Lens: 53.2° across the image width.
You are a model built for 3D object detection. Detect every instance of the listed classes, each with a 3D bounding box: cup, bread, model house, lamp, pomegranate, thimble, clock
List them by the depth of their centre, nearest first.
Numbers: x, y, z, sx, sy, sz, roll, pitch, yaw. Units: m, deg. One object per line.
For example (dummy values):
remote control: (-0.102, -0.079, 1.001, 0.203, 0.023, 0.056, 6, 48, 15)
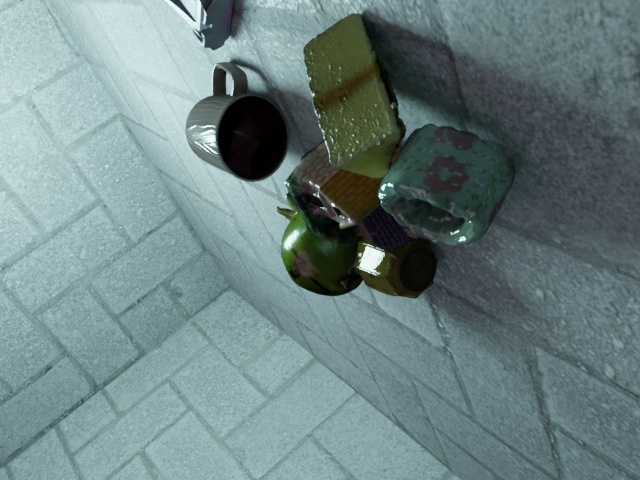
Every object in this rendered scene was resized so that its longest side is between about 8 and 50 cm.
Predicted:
thimble: (0.213, -0.089, 1.060, 0.185, 0.149, 0.211, 39, 162, -28)
bread: (0.058, -0.249, 1.143, 0.178, 0.141, 0.266, 65, -168, -68)
model house: (0.090, -0.081, 1.363, 0.237, 0.202, 0.237, 28, 151, 53)
lamp: (0.176, 0.052, 1.507, 0.161, 0.161, 0.185, 58, 163, -21)
clock: (-0.297, -0.581, 1.524, 0.186, 0.083, 0.253, 51, 163, 3)
pomegranate: (0.000, 0.000, 1.711, 0.340, 0.260, 0.260, 43, 161, 33)
cup: (-0.246, -0.314, 1.726, 0.273, 0.208, 0.288, 25, 150, 57)
